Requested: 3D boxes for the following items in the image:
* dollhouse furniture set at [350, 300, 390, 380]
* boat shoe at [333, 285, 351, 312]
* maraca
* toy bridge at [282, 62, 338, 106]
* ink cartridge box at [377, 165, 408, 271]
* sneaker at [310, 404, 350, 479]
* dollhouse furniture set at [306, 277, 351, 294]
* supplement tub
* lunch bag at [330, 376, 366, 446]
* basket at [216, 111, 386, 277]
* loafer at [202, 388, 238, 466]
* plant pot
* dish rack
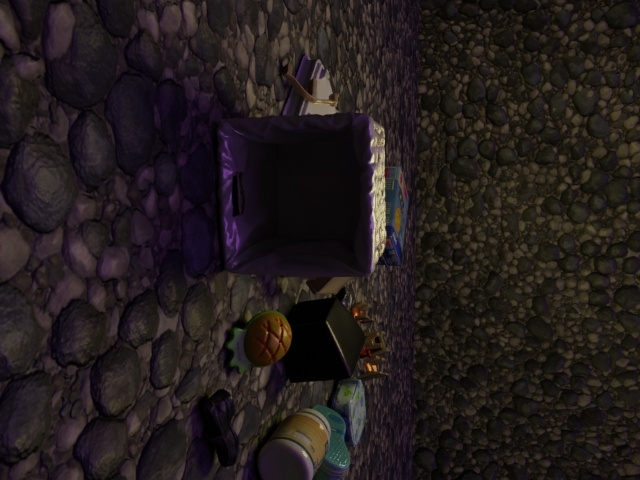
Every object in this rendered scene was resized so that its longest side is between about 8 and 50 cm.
[{"bbox_3d":[0.154,0.379,2.133,0.259,0.135,0.262,36,38,-65],"label":"dollhouse furniture set"},{"bbox_3d":[0.067,0.244,1.993,0.083,0.065,0.183,62,27,-54],"label":"boat shoe"},{"bbox_3d":[-0.138,0.229,1.321,0.185,0.099,0.127,-17,100,-45],"label":"maraca"},{"bbox_3d":[-0.023,-0.403,1.570,0.188,0.026,0.063,23,59,-37],"label":"toy bridge"},{"bbox_3d":[0.260,-0.072,2.414,0.270,0.151,0.395,59,38,-58],"label":"ink cartridge box"},{"bbox_3d":[-0.013,0.638,1.721,0.319,0.127,0.208,-94,-152,-76],"label":"sneaker"},{"bbox_3d":[0.000,0.000,1.546,0.212,0.161,0.242,7,42,-56],"label":"dollhouse furniture set"},{"bbox_3d":[-0.060,0.530,1.488,0.199,0.144,0.144,-35,124,-67],"label":"supplement tub"},{"bbox_3d":[0.097,0.602,2.055,0.176,0.090,0.219,-60,146,-57],"label":"lunch bag"},{"bbox_3d":[-0.021,-0.105,1.279,0.266,0.331,0.328,-32,122,-71],"label":"basket"},{"bbox_3d":[-0.209,0.389,1.188,0.061,0.062,0.170,-20,109,-47],"label":"loafer"},{"bbox_3d":[-0.003,0.264,1.616,0.167,0.188,0.187,69,26,-20],"label":"plant pot"},{"bbox_3d":[-0.013,-0.342,1.693,0.285,0.072,0.333,67,29,-49],"label":"dish rack"}]
